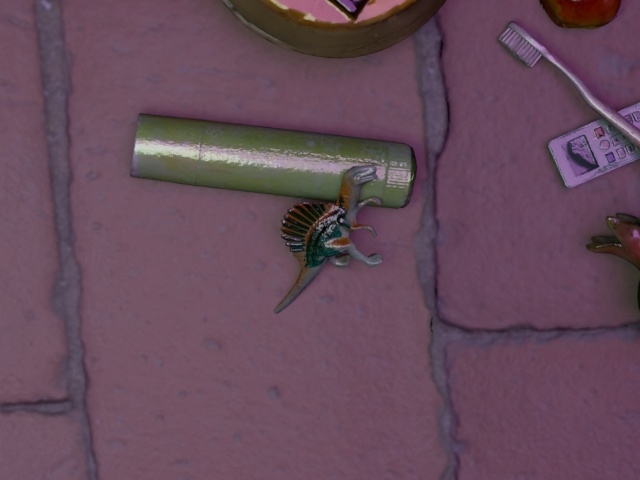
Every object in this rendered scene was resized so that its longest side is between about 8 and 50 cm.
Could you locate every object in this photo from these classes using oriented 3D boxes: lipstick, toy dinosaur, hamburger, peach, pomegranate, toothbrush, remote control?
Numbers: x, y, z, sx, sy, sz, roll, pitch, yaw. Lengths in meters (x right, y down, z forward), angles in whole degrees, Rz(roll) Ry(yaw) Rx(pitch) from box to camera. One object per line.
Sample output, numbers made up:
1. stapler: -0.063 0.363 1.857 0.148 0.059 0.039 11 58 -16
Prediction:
1. lipstick: -0.048 -0.086 1.310 0.304 0.076 0.076 7 90 -6
2. toy dinosaur: -0.001 -0.002 1.300 0.187 0.044 0.106 -29 123 18
3. hamburger: 0.012 -0.336 1.262 0.300 0.176 0.300 0 90 -8
4. peach: 0.294 -0.282 1.355 0.098 0.061 0.098 0 95 -1
5. pomegranate: 0.392 0.034 1.337 0.191 0.152 0.131 44 92 15
6. toothbrush: 0.319 -0.136 1.353 0.307 0.025 0.029 42 93 6
7. remote control: 0.339 -0.115 1.379 0.162 0.029 0.061 -23 85 -2
